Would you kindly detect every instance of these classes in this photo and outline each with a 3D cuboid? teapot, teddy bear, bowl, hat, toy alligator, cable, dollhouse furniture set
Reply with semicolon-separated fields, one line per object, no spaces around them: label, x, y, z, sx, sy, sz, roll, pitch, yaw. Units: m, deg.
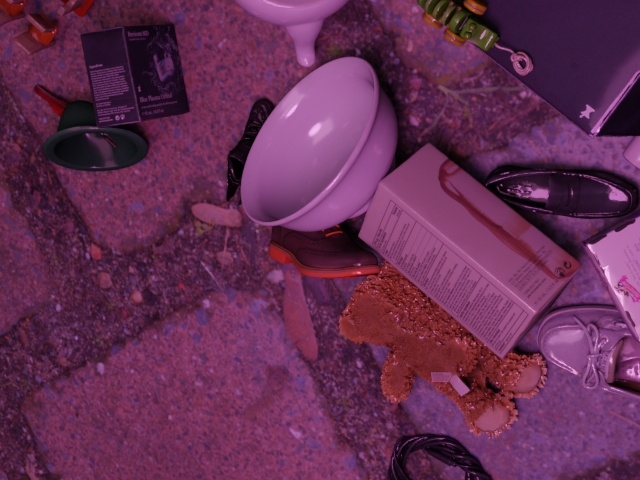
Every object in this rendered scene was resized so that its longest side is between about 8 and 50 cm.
teapot;-0.049;-0.444;1.566;0.252;0.187;0.256;33;89;-5
teddy bear;0.198;0.170;1.650;0.338;0.113;0.245;20;117;12
bowl;0.022;-0.125;1.593;0.134;0.298;0.298;33;124;-31
hat;-0.416;-0.239;1.840;0.208;0.173;0.183;-1;68;-10
toy alligator;0.172;-0.259;1.225;0.190;0.051;0.056;44;120;23
cable;0.198;0.402;1.729;0.184;0.047;0.150;47;117;9
dollhouse furniture set;-0.499;-0.508;1.813;0.259;0.135;0.262;42;117;-2

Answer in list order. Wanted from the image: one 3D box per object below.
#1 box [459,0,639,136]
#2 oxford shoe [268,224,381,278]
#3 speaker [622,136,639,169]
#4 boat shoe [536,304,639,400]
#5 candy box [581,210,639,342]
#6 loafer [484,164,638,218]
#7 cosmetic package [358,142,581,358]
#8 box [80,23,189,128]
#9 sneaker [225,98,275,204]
box;0.341;-0.285;1.317;0.296;0.294;0.182;44;118;23
oxford shoe;0.000;0.000;1.646;0.271;0.097;0.098;17;107;52
speaker;0.487;-0.162;1.441;0.055;0.055;0.136;38;116;13
boat shoe;0.471;0.182;1.508;0.320;0.103;0.118;19;110;21
candy box;0.494;0.029;1.441;0.196;0.070;0.165;-28;90;7
loafer;0.352;-0.068;1.517;0.223;0.078;0.076;9;107;24
cosmetic package;0.218;0.014;1.539;0.296;0.129;0.153;41;148;14
box;-0.312;-0.280;1.740;0.093;0.156;0.158;-5;100;26
sneaker;-0.119;-0.149;1.718;0.051;0.089;0.170;17;110;21
